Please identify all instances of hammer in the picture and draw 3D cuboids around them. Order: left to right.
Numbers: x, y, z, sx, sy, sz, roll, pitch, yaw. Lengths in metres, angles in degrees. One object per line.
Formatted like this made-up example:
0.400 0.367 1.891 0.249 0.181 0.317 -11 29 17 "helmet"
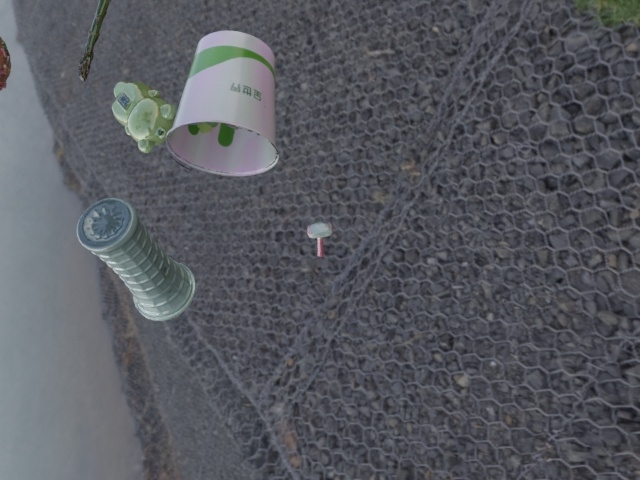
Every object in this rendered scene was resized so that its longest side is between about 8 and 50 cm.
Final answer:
0.000 0.000 1.252 0.031 0.053 0.083 -106 10 -54 "hammer"

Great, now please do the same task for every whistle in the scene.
-0.435 -0.315 1.493 0.131 0.106 0.288 -54 49 9 "whistle"

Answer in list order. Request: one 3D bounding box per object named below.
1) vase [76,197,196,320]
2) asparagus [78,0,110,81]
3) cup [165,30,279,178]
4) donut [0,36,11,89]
-0.362 0.038 1.218 0.143 0.299 0.143 -4 60 7 "vase"
-0.392 -0.405 1.098 0.025 0.024 0.248 -138 68 -82 "asparagus"
-0.210 -0.315 1.408 0.253 0.253 0.273 -15 63 43 "cup"
-0.535 -0.256 0.918 0.166 0.117 0.065 -39 9 -31 "donut"
